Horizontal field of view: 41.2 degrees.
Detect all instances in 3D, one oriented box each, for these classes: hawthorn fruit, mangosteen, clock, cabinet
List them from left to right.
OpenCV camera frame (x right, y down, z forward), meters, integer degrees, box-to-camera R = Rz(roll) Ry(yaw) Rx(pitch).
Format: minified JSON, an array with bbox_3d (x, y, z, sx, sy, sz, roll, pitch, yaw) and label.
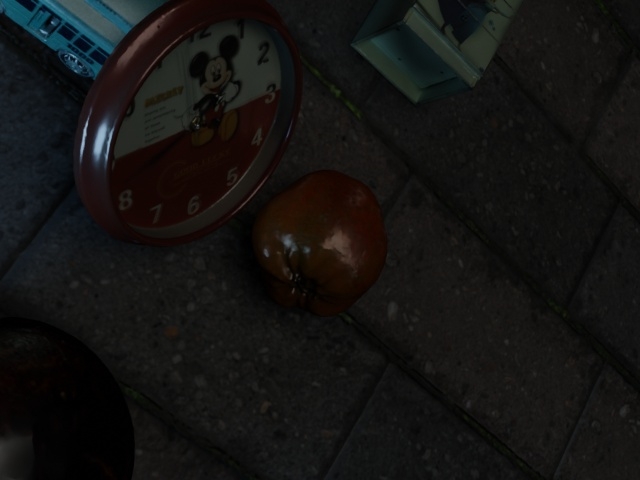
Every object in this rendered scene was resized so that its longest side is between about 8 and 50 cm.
[{"bbox_3d":[-0.339,0.212,0.805,0.330,0.330,0.330,2,86,-31],"label":"mangosteen"},{"bbox_3d":[-0.146,-0.135,0.971,0.318,0.080,0.318,-37,147,-29],"label":"clock"},{"bbox_3d":[0.000,0.000,1.083,0.189,0.189,0.189,2,86,-31],"label":"hawthorn fruit"},{"bbox_3d":[0.175,-0.327,1.218,0.145,0.150,0.206,38,69,-23],"label":"cabinet"}]

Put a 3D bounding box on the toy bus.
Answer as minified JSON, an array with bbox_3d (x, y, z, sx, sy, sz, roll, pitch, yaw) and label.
[{"bbox_3d":[-0.271,-0.279,0.952,0.256,0.147,0.128,36,71,-23],"label":"toy bus"}]
